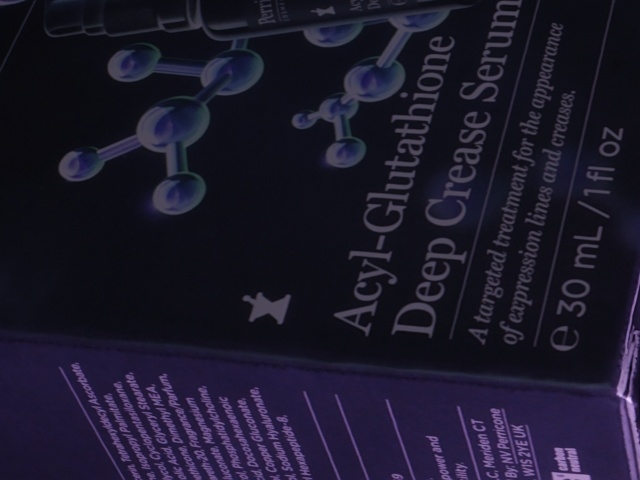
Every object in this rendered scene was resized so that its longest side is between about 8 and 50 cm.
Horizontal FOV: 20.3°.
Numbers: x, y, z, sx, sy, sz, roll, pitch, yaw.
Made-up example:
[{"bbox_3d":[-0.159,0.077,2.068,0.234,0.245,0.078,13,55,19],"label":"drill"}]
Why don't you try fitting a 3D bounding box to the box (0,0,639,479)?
[{"bbox_3d":[0.000,0.000,0.939,0.395,0.212,0.293,3,53,19],"label":"box"}]
